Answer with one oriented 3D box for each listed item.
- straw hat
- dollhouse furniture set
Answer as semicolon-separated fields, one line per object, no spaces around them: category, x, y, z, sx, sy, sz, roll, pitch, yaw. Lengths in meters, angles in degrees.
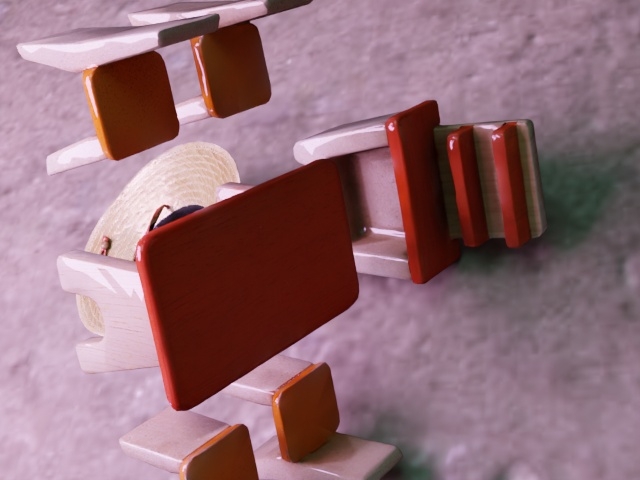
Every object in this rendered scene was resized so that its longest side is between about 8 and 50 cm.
straw hat;-0.087;0.011;0.730;0.144;0.061;0.145;-23;49;30
dollhouse furniture set;0.000;0.000;0.583;0.135;0.262;0.259;0;19;36
